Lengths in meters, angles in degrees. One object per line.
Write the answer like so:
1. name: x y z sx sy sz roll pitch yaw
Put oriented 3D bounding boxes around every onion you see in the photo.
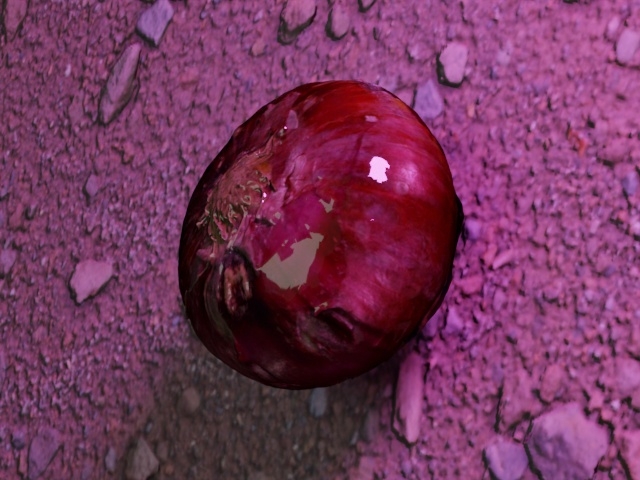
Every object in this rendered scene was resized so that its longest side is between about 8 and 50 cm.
1. onion: 0.000 0.000 1.469 0.246 0.190 0.246 -32 35 27
